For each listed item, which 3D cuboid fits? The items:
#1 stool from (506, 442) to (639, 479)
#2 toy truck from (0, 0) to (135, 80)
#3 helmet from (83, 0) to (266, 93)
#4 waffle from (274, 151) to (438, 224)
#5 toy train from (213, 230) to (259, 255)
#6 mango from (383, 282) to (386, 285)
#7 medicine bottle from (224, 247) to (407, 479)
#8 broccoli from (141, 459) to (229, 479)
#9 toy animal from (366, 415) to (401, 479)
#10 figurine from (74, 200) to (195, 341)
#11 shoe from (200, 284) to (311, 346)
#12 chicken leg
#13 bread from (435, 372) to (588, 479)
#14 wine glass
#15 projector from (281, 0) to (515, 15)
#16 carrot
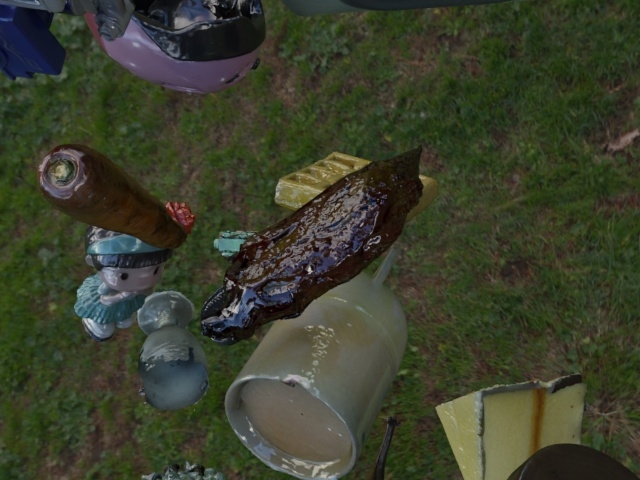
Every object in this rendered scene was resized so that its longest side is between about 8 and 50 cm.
[{"bbox_3d":[0.251,0.376,0.740,0.179,0.179,0.264,49,142,26],"label":"stool"},{"bbox_3d":[-0.265,-0.225,0.523,0.177,0.213,0.161,11,77,4],"label":"toy truck"},{"bbox_3d":[-0.201,-0.282,0.877,0.253,0.154,0.198,2,38,5],"label":"helmet"},{"bbox_3d":[0.071,-0.090,1.144,0.221,0.248,0.055,17,116,23],"label":"waffle"},{"bbox_3d":[-0.187,0.007,1.684,0.176,0.118,0.074,2,99,9],"label":"toy train"},{"bbox_3d":[0.128,0.189,1.682,0.175,0.329,0.176,10,86,13],"label":"mango"},{"bbox_3d":[0.027,0.193,1.145,0.236,0.235,0.406,5,34,25],"label":"medicine bottle"},{"bbox_3d":[-0.197,0.423,0.689,0.324,0.334,0.272,-10,115,-4],"label":"broccoli"},{"bbox_3d":[0.091,0.454,1.162,0.066,0.224,0.229,25,99,-3],"label":"toy animal"},{"bbox_3d":[-0.271,0.039,0.897,0.110,0.138,0.245,47,133,15],"label":"figurine"},{"bbox_3d":[-0.071,0.078,0.996,0.241,0.093,0.108,-36,61,1],"label":"shoe"},{"bbox_3d":[0.000,0.000,0.512,0.234,0.063,0.105,-35,34,2],"label":"chicken leg"},{"bbox_3d":[0.483,0.501,1.467,0.242,0.346,0.405,-34,71,59],"label":"bread"},{"bbox_3d":[-0.416,0.300,1.774,0.190,0.190,0.357,-40,32,9],"label":"wine glass"},{"bbox_3d":[0.080,-0.306,0.432,0.249,0.248,0.248,2,91,15],"label":"projector"},{"bbox_3d":[-0.174,-0.029,0.573,0.059,0.248,0.059,-2,78,7],"label":"carrot"}]
